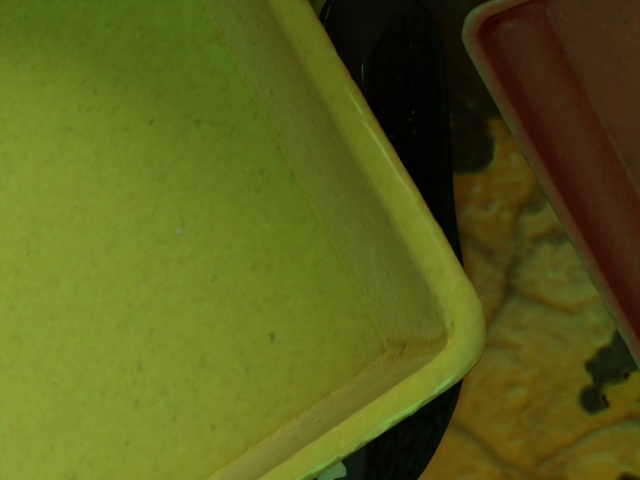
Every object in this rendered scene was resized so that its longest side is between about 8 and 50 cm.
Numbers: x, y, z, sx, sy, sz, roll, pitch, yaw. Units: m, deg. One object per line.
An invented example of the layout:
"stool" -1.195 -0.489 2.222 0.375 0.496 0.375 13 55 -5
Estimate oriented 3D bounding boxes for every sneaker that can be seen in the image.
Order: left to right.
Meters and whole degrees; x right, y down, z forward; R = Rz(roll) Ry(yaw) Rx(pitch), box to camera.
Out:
"sneaker" 0.000 0.000 0.742 0.097 0.084 0.234 10 109 33

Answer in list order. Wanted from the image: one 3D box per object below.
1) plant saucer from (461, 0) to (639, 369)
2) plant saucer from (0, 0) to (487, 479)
"plant saucer" 0.219 -0.034 0.650 0.258 0.047 0.259 -20 121 21
"plant saucer" -0.128 0.007 0.678 0.333 0.081 0.332 -35 60 13
